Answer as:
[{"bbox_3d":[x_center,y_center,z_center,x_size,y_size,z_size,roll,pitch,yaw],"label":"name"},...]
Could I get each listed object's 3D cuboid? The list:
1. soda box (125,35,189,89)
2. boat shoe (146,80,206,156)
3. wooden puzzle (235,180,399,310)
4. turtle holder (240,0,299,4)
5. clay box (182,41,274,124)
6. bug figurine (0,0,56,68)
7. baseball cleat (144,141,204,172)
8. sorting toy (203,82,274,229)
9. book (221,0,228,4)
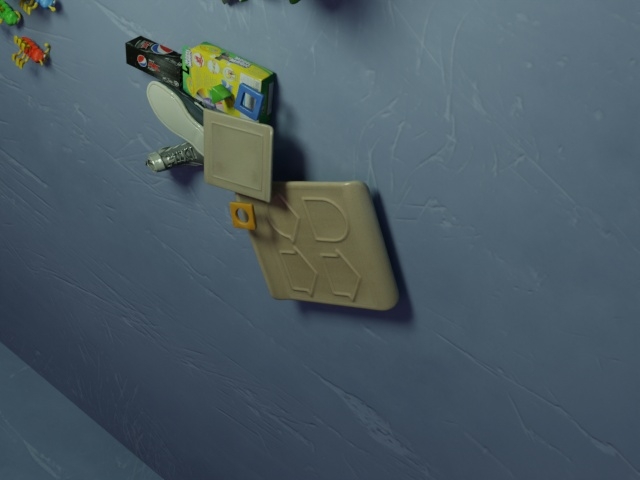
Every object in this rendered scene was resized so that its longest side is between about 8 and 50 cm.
[{"bbox_3d":[-0.372,-0.413,2.007,0.169,0.053,0.060,28,134,22],"label":"soda box"},{"bbox_3d":[-0.292,-0.285,2.016,0.254,0.079,0.095,39,135,8],"label":"boat shoe"},{"bbox_3d":[0.000,0.000,1.986,0.348,0.080,0.322,1,121,35],"label":"wooden puzzle"},{"bbox_3d":[-0.077,-0.579,1.491,0.227,0.243,0.320,56,143,10],"label":"turtle holder"},{"bbox_3d":[-0.206,-0.348,1.913,0.222,0.053,0.127,29,136,22],"label":"clay box"},{"bbox_3d":[-0.754,-0.581,2.197,0.216,0.072,0.279,45,140,8],"label":"bug figurine"},{"bbox_3d":[-0.342,-0.197,2.101,0.206,0.109,0.072,-8,109,42],"label":"baseball cleat"},{"bbox_3d":[-0.176,-0.190,1.923,0.196,0.047,0.347,20,123,26],"label":"sorting toy"},{"bbox_3d":[-0.241,-0.556,1.776,0.144,0.035,0.096,47,173,1],"label":"book"}]
